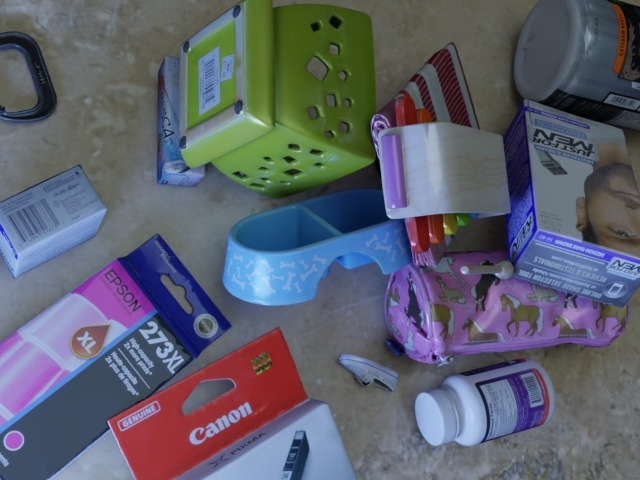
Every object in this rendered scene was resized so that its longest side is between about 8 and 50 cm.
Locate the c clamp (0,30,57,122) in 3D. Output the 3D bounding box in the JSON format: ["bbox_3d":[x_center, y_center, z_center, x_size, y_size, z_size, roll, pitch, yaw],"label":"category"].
[{"bbox_3d":[-0.448,-0.231,1.225,0.137,0.022,0.161,-23,84,-31],"label":"c clamp"}]

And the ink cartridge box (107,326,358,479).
[{"bbox_3d":[-0.108,0.282,1.167,0.275,0.060,0.239,-27,103,-26],"label":"ink cartridge box"}]

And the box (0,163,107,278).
[{"bbox_3d":[-0.355,-0.023,1.138,0.126,0.137,0.072,-31,87,-26],"label":"box"}]

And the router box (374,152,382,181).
[{"bbox_3d":[0.150,-0.130,1.423,0.122,0.038,0.092,-18,83,-25],"label":"router box"}]

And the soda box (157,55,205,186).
[{"bbox_3d":[-0.204,-0.174,1.284,0.062,0.058,0.183,3,74,-21],"label":"soda box"}]

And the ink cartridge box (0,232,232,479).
[{"bbox_3d":[-0.299,0.155,1.157,0.371,0.069,0.176,-39,92,-28],"label":"ink cartridge box"}]

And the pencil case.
[{"bbox_3d":[0.291,0.097,1.354,0.385,0.160,0.167,-3,98,-23],"label":"pencil case"}]

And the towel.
[{"bbox_3d":[0.174,-0.138,1.316,0.329,0.037,0.237,-50,127,-51],"label":"towel"}]

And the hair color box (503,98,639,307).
[{"bbox_3d":[0.392,-0.068,1.375,0.185,0.110,0.339,16,44,-6],"label":"hair color box"}]

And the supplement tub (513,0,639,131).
[{"bbox_3d":[0.528,-0.303,1.529,0.337,0.207,0.207,8,73,-20],"label":"supplement tub"}]

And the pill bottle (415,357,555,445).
[{"bbox_3d":[0.245,0.247,1.321,0.193,0.108,0.108,-9,79,-23],"label":"pill bottle"}]

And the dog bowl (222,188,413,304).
[{"bbox_3d":[0.000,0.000,1.253,0.297,0.166,0.074,-17,121,-24],"label":"dog bowl"}]

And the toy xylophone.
[{"bbox_3d":[0.187,-0.061,1.204,0.322,0.081,0.236,13,72,-58],"label":"toy xylophone"}]

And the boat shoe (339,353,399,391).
[{"bbox_3d":[0.070,0.199,1.306,0.100,0.035,0.035,26,65,-21],"label":"boat shoe"}]

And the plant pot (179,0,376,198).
[{"bbox_3d":[-0.071,-0.202,1.222,0.207,0.227,0.228,9,72,-40],"label":"plant pot"}]
